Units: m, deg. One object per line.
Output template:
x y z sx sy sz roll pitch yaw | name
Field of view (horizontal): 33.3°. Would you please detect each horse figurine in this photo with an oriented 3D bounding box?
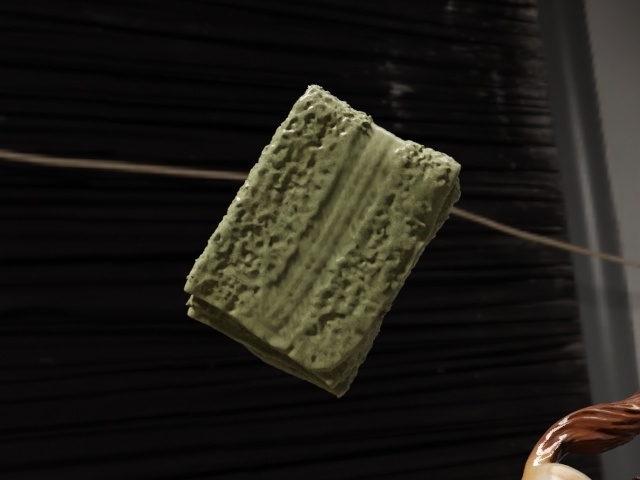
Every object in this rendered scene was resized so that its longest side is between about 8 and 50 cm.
0.169 0.200 0.625 0.066 0.174 0.263 90 -177 -52 | horse figurine

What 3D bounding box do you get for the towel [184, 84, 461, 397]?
0.000 0.000 0.587 0.148 0.110 0.027 -61 -5 5 | towel
